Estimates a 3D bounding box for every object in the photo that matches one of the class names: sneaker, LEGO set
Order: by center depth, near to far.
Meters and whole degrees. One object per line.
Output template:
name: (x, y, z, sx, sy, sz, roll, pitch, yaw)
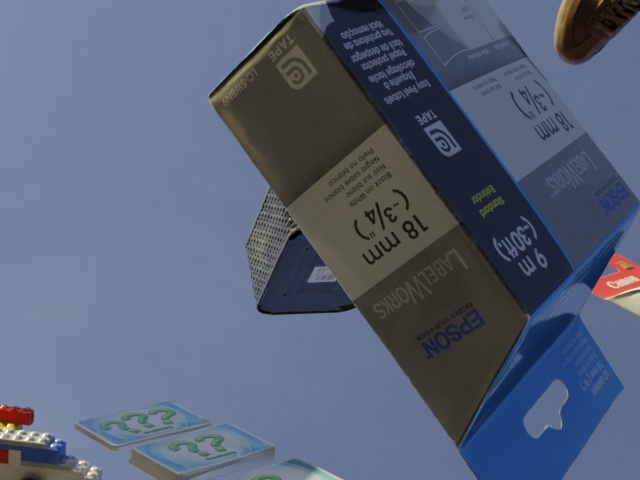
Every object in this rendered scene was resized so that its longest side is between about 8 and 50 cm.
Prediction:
LEGO set: (-0.129, 0.119, 0.600, 0.182, 0.244, 0.060, 16, -73, 45)
sneaker: (0.307, -0.258, 1.121, 0.066, 0.071, 0.188, 22, -71, -23)

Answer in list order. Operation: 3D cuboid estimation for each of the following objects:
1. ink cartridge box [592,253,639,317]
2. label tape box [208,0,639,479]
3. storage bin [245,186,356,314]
ink cartridge box: (0.354, 0.045, 1.120, 0.179, 0.145, 0.045, 33, -63, 33)
label tape box: (0.113, -0.012, 0.741, 0.106, 0.240, 0.334, -38, -94, 35)
storage bin: (0.000, 0.000, 1.166, 0.180, 0.122, 0.084, 116, -33, -53)
